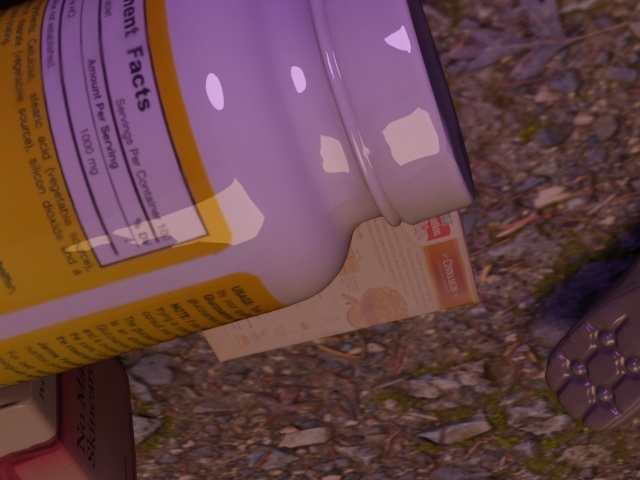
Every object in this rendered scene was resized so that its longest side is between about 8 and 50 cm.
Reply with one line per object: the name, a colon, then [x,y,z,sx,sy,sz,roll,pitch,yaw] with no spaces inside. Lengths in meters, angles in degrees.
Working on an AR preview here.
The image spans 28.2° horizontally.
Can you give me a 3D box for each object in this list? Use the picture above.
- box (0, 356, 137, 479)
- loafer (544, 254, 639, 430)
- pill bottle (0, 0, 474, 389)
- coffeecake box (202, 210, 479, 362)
box: [-0.218,0.112,0.871,0.127,0.148,0.232,-12,145,3]
loafer: [0.286,0.021,0.916,0.111,0.112,0.319,-26,164,-48]
pill bottle: [-0.101,-0.038,0.653,0.334,0.188,0.188,-16,144,10]
coffeecake box: [0.000,0.000,0.833,0.186,0.068,0.142,-13,145,6]
